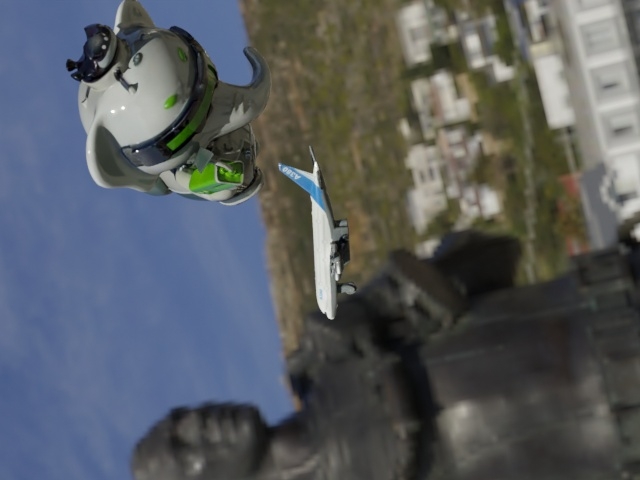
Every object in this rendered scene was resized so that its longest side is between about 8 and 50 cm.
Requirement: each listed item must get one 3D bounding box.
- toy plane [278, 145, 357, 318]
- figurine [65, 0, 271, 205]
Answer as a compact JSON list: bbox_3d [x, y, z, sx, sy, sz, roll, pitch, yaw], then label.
[{"bbox_3d":[0.002,-0.001,0.748,0.078,0.024,0.084,-107,1,-66],"label":"toy plane"},{"bbox_3d":[-0.104,-0.089,1.109,0.192,0.126,0.147,36,-133,-49],"label":"figurine"}]
